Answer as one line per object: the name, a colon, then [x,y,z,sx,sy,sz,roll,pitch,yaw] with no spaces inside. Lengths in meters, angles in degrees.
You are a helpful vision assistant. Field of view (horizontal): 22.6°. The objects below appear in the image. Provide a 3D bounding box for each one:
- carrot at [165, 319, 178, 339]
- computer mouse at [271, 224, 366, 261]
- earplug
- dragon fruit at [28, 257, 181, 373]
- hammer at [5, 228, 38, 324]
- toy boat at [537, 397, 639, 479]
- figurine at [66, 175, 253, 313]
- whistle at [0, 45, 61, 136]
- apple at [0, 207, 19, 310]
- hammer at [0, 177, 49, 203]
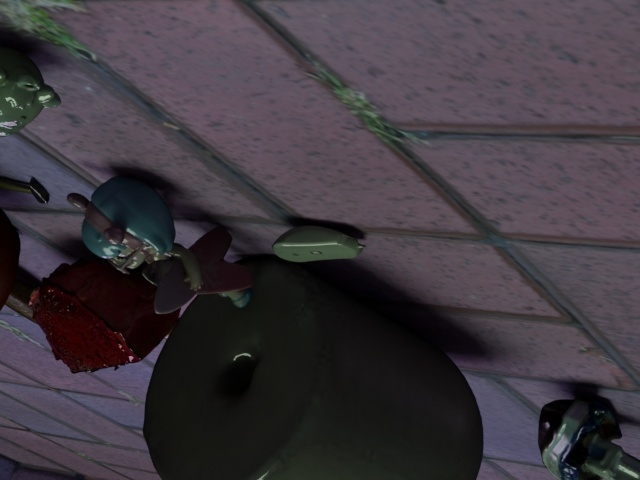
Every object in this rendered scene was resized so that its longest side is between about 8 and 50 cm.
carrot: [-0.198,0.147,2.410,0.171,0.042,0.042,28,160,-27]
computer mouse: [0.000,0.000,1.790,0.110,0.032,0.056,-3,157,24]
earplug: [0.019,0.228,2.035,0.313,0.312,0.394,-2,158,45]
dragon fruit: [-0.295,0.099,2.196,0.189,0.162,0.262,-13,176,-33]
hammer: [-0.485,0.059,2.329,0.243,0.095,0.409,9,163,23]
toy boat: [0.376,0.286,2.169,0.115,0.114,0.262,20,164,35]
figurine: [-0.183,-0.003,1.876,0.260,0.103,0.205,31,-166,-44]
whistle: [-0.349,-0.141,1.575,0.244,0.092,0.110,-3,164,45]
apple: [-0.489,0.027,1.991,0.218,0.201,0.218,22,159,9]
hammer: [-0.433,-0.081,1.968,0.199,0.013,0.062,13,162,10]
